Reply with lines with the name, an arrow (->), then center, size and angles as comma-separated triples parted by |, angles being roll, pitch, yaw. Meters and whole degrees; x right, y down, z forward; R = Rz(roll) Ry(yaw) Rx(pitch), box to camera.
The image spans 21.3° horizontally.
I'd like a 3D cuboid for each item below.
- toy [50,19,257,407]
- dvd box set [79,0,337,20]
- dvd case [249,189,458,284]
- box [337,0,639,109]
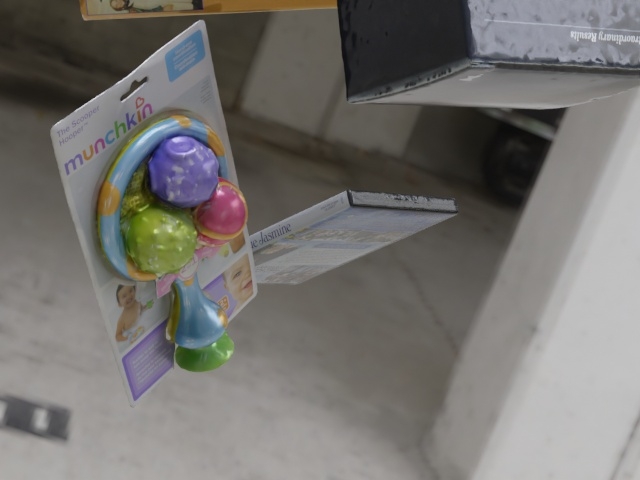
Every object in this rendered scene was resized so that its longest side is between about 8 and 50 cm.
toy -> -0.087, -0.006, 1.109 | 0.056, 0.237, 0.137 | 25, 51, 31
dvd box set -> 0.076, -0.218, 1.201 | 0.421, 0.062, 0.307 | -1, 17, 15
dvd case -> 0.000, 0.000, 1.843 | 0.253, 0.022, 0.180 | -25, -17, 38
box -> 0.093, -0.181, 0.939 | 0.153, 0.207, 0.108 | 0, -7, -37
